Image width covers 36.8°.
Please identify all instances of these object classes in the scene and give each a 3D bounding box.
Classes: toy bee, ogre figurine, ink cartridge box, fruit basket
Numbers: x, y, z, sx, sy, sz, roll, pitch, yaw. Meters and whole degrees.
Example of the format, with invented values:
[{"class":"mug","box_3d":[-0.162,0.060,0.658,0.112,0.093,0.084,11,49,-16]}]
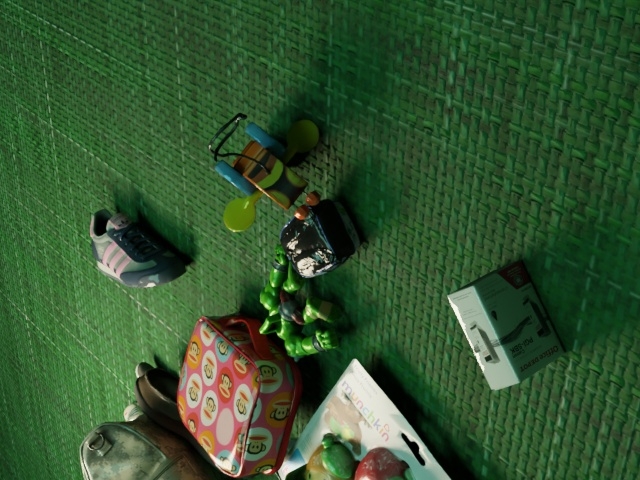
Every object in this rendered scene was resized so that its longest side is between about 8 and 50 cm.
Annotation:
[{"class":"toy bee","box_3d":[-0.080,-0.087,1.447,0.162,0.298,0.195,40,112,1]},{"class":"ogre figurine","box_3d":[-0.044,0.113,1.606,0.197,0.097,0.118,48,131,8]},{"class":"ink cartridge box","box_3d":[0.237,0.107,1.223,0.056,0.099,0.135,-29,86,54]},{"class":"fruit basket","box_3d":[0.072,0.418,1.565,0.327,0.165,0.353,51,139,22]}]

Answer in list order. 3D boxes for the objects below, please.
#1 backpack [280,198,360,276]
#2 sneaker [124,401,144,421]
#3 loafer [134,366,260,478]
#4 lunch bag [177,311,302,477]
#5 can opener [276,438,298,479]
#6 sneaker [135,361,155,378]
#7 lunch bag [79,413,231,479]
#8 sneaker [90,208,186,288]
[{"class":"backpack","box_3d":[0.000,0.000,1.490,0.114,0.084,0.105,-37,78,49]},{"class":"sneaker","box_3d":[-0.458,0.440,2.351,0.161,0.075,0.057,-1,108,53]},{"class":"loafer","box_3d":[-0.238,0.349,1.993,0.366,0.134,0.130,28,101,33]},{"class":"lunch bag","box_3d":[-0.151,0.259,1.748,0.293,0.120,0.258,35,116,53]},{"class":"can opener","box_3d":[-0.002,0.503,1.809,0.283,0.076,0.095,60,177,10]},{"class":"sneaker","box_3d":[-0.354,0.323,2.180,0.158,0.061,0.065,44,121,21]},{"class":"lunch bag","box_3d":[-0.354,0.481,2.019,0.256,0.212,0.305,49,-177,11]},{"class":"sneaker","box_3d":[-0.395,0.013,2.000,0.319,0.112,0.131,12,121,49]}]
